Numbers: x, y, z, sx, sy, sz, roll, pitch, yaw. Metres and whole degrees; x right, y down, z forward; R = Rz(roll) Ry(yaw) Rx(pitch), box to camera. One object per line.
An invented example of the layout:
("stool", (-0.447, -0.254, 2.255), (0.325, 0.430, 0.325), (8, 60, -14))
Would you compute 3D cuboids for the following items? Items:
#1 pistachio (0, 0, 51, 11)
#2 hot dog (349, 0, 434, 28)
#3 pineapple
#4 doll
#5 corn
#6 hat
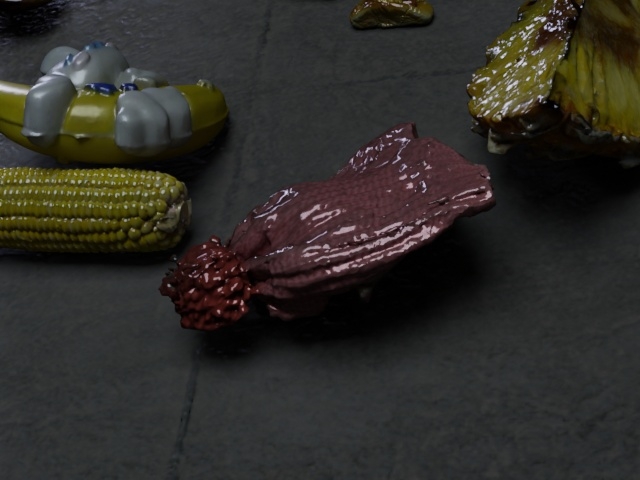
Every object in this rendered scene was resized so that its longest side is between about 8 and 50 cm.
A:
("pistachio", (-0.368, -0.331, 1.715), (0.165, 0.131, 0.210), (-24, 52, -13))
("hot dog", (0.073, -0.244, 1.557), (0.090, 0.034, 0.030), (-1, 44, 17))
("pineapple", (0.230, -0.140, 1.354), (0.161, 0.158, 0.334), (-37, 23, 38))
("doll", (-0.216, -0.136, 1.458), (0.237, 0.111, 0.252), (7, 20, 16))
("corn", (-0.241, -0.029, 1.396), (0.248, 0.081, 0.081), (2, 46, 19))
("hat", (0.000, 0.000, 1.276), (0.286, 0.107, 0.236), (-27, 16, -12))
